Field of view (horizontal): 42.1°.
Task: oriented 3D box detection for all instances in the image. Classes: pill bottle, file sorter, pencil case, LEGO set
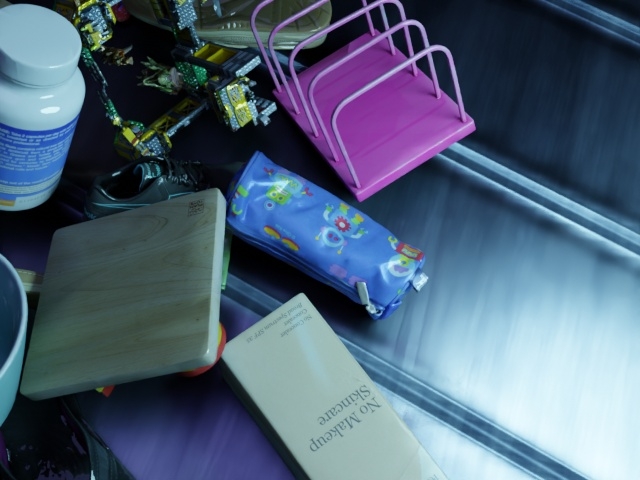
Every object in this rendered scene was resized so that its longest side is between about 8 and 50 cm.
[{"bbox_3d":[-0.403,-0.176,1.114,0.152,0.272,0.152,16,48,-19],"label":"pill bottle"},{"bbox_3d":[0.049,-0.247,1.211,0.202,0.182,0.291,-32,50,-5],"label":"file sorter"},{"bbox_3d":[0.000,0.000,1.166,0.306,0.119,0.133,31,42,2],"label":"pencil case"},{"bbox_3d":[-0.205,-0.247,1.188,0.192,0.331,0.255,25,49,39],"label":"LEGO set"}]

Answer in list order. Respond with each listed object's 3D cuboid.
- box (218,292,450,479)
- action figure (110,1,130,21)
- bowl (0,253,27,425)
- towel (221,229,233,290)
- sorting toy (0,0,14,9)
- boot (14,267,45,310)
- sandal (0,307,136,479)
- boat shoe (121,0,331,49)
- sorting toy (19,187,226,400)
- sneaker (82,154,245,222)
[{"bbox_3d":[0.012,0.241,1.077,0.148,0.121,0.311,-35,71,-17],"label":"box"},{"bbox_3d":[-0.307,-0.475,1.398,0.091,0.139,0.280,36,71,15],"label":"action figure"},{"bbox_3d":[-0.489,0.157,0.993,0.311,0.163,0.311,-1,48,1],"label":"bowl"},{"bbox_3d":[-0.209,0.014,1.229,0.152,0.023,0.113,5,65,0],"label":"towel"},{"bbox_3d":[-0.594,-0.347,1.370,0.132,0.046,0.274,27,66,10],"label":"sorting toy"},{"bbox_3d":[-0.482,-0.010,1.194,0.262,0.095,0.203,8,63,5],"label":"boot"},{"bbox_3d":[-0.349,0.273,1.054,0.167,0.107,0.446,-30,69,-16],"label":"sandal"},{"bbox_3d":[-0.155,-0.368,1.366,0.341,0.110,0.122,10,76,-2],"label":"boat shoe"},{"bbox_3d":[-0.237,0.083,1.089,0.257,0.089,0.255,-13,52,15],"label":"sorting toy"},{"bbox_3d":[-0.212,-0.072,1.209,0.267,0.106,0.101,-17,56,-21],"label":"sneaker"}]
